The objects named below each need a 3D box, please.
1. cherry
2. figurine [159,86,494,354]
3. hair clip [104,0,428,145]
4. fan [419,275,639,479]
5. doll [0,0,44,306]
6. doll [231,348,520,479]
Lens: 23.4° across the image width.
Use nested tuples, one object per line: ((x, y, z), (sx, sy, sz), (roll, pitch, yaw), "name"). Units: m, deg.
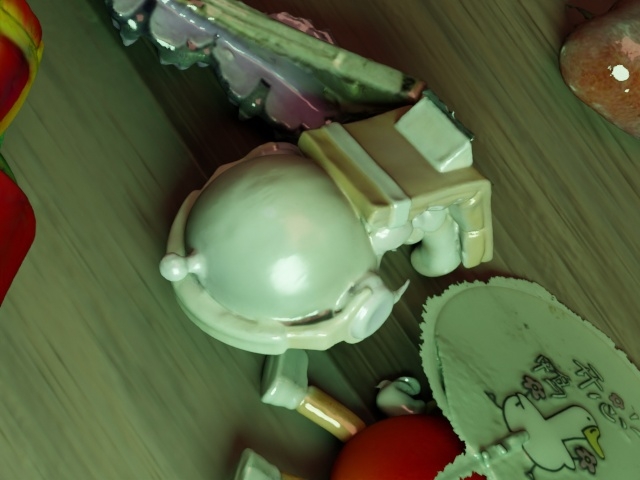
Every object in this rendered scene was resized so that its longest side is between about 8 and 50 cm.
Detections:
((0.250, -0.142, 1.229), (0.126, 0.087, 0.106), (32, 64, -6), "cherry")
((0.000, -0.002, 1.043), (0.236, 0.141, 0.162), (-26, 56, -24), "figurine")
((-0.053, -0.146, 1.105), (0.292, 0.084, 0.106), (29, 65, -5), "hair clip")
((0.118, 0.134, 1.007), (0.233, 0.012, 0.414), (50, 36, 15), "fan")
((-0.256, 0.001, 0.892), (0.160, 0.182, 0.363), (11, 65, 14), "doll")
((0.052, 0.160, 1.021), (0.217, 0.085, 0.183), (20, 47, -4), "doll")
